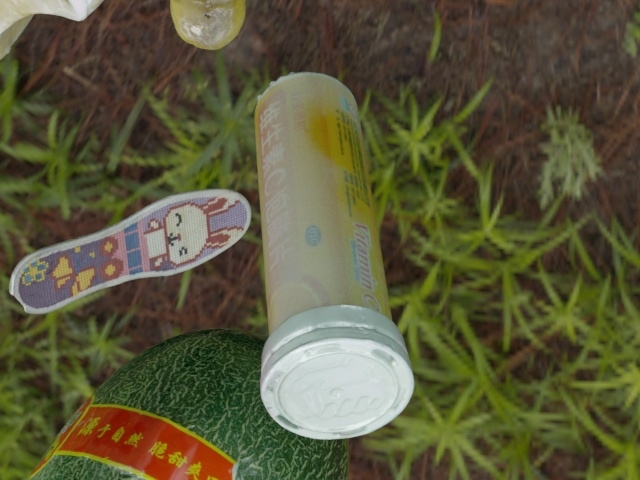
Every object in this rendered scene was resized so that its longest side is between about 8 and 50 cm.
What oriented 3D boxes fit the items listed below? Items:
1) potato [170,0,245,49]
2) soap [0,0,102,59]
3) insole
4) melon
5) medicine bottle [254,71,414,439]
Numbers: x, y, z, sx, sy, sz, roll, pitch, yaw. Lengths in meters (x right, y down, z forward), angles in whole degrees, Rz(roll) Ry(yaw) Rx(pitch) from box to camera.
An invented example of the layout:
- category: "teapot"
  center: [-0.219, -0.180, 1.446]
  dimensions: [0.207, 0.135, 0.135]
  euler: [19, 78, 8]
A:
- category: "potato"
  center: [-0.132, -0.287, 1.762]
  dimensions: [0.092, 0.070, 0.138]
  euler: [3, 143, -7]
- category: "soap"
  center: [-0.108, -0.217, 0.576]
  dimensions: [0.089, 0.274, 0.173]
  euler: [-21, 121, 40]
- category: "insole"
  center: [-0.134, 0.005, 1.085]
  dimensions: [0.197, 0.004, 0.065]
  euler: [-19, 124, -29]
- category: "melon"
  center: [-0.081, 0.163, 0.897]
  dimensions: [0.182, 0.287, 0.182]
  euler: [20, 141, 18]
- category: "medicine bottle"
  center: [0.000, 0.000, 0.791]
  dimensions: [0.074, 0.218, 0.074]
  euler: [-3, 132, -3]
